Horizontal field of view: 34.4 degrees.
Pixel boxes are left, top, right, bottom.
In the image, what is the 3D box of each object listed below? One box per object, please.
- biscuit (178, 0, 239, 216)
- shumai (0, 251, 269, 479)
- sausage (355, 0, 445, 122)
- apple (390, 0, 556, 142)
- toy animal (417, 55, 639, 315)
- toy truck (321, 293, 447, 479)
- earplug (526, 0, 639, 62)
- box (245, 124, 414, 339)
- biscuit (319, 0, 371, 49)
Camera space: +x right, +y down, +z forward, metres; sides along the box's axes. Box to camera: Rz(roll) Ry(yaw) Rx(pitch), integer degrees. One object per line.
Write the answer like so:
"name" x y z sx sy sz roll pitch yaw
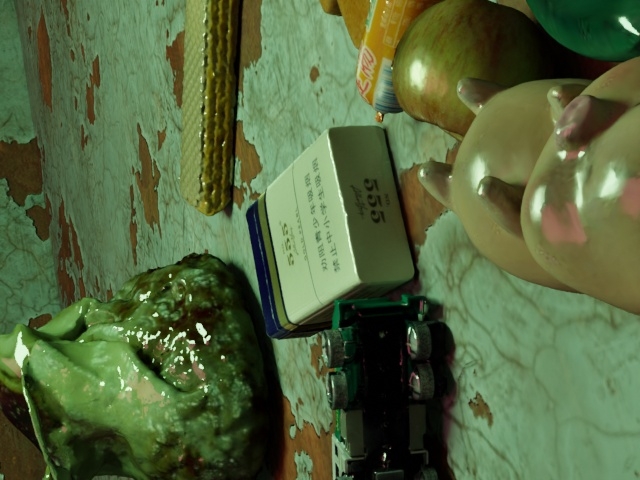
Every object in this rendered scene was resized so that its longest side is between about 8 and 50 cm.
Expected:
"biscuit" -0.152 -0.222 1.418 0.094 0.054 0.378 -138 48 -56
"shumai" -0.282 0.195 1.453 0.395 0.348 0.394 179 90 -69
"sausage" 0.078 -0.201 0.898 0.071 0.071 0.234 -120 35 -43
"apple" 0.117 -0.125 0.771 0.126 0.126 0.102 34 100 60
"toy animal" 0.176 -0.027 0.619 0.166 0.154 0.250 -69 23 3
"toy truck" 0.053 0.155 0.997 0.116 0.110 0.215 -148 55 -76
"earplug" 0.138 -0.270 0.642 0.164 0.280 0.257 2 60 46
"box" 0.000 0.000 1.110 0.259 0.071 0.168 143 119 -63
"biscuit" 0.025 -0.341 1.019 0.306 0.043 0.283 -139 45 -60
